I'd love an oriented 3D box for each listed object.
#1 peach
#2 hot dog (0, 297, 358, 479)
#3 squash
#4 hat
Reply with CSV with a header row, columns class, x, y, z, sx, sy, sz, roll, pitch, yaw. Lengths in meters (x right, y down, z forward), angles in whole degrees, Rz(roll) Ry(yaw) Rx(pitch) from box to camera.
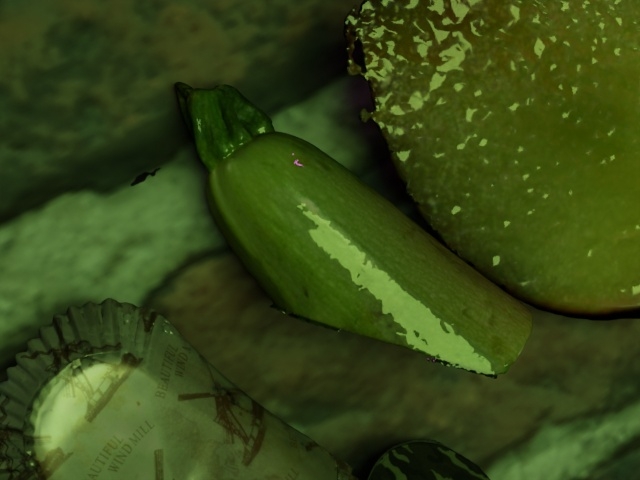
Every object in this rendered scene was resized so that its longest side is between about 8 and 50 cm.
class,x,y,z,sx,sy,sz,roll,pitch,yaw
peach,0.122,-0.061,0.768,0.279,0.068,0.189,21,90,-23
hot dog,-0.065,0.109,0.696,0.191,0.059,0.108,40,84,-23
squash,-0.001,0.003,0.716,0.200,0.090,0.075,38,108,-5
hat,0.063,0.154,0.744,0.121,0.050,0.121,0,91,-46
